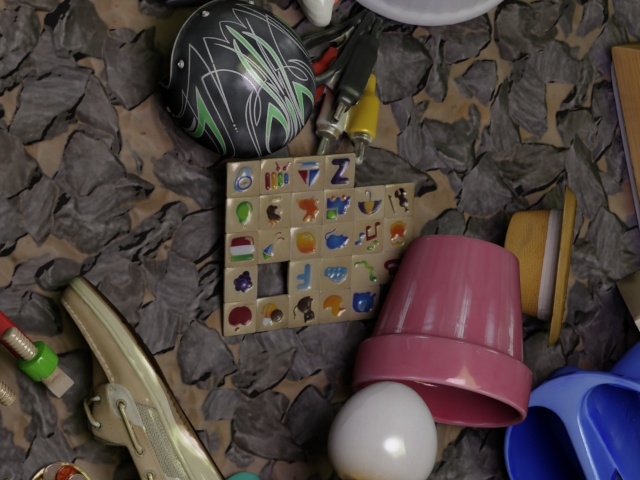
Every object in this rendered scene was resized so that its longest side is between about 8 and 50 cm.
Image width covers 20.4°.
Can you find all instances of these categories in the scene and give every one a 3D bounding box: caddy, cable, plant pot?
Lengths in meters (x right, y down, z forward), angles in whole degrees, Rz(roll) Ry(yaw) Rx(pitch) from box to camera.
[{"bbox_3d":[0.361,0.283,2.043,0.341,0.241,0.179,60,34,-11],"label":"caddy"},{"bbox_3d":[0.041,-0.229,2.051,0.139,0.072,0.287,28,62,-5],"label":"cable"},{"bbox_3d":[0.146,0.098,1.995,0.201,0.201,0.180,19,72,-25],"label":"plant pot"}]

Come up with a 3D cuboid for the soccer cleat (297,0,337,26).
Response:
[{"bbox_3d":[-0.039,-0.330,1.999,0.076,0.068,0.196,-16,87,-21],"label":"soccer cleat"}]

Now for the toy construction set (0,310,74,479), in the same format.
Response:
[{"bbox_3d":[-0.325,0.251,1.762,0.237,0.257,0.309,49,57,-34],"label":"toy construction set"}]

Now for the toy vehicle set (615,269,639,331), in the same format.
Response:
[{"bbox_3d":[0.445,0.176,2.158,0.035,0.166,0.267,-28,101,9],"label":"toy vehicle set"}]

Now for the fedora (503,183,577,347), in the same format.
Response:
[{"bbox_3d":[0.255,0.027,2.094,0.079,0.194,0.194,7,83,8],"label":"fedora"}]

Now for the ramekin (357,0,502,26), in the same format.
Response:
[{"bbox_3d":[0.129,-0.392,1.997,0.277,0.135,0.277,1,80,-7],"label":"ramekin"}]

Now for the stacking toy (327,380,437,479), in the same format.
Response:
[{"bbox_3d":[0.011,0.375,1.842,0.350,0.350,0.480,21,73,-24],"label":"stacking toy"}]

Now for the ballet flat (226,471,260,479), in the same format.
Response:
[{"bbox_3d":[-0.125,0.355,1.902,0.083,0.087,0.247,47,69,-18],"label":"ballet flat"}]

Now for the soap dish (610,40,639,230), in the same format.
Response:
[{"bbox_3d":[0.496,-0.121,2.222,0.228,0.118,0.291,-12,91,-27],"label":"soap dish"}]

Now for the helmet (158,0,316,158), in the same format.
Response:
[{"bbox_3d":[-0.085,-0.172,1.903,0.169,0.161,0.169,4,78,-17],"label":"helmet"}]

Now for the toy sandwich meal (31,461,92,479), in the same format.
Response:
[{"bbox_3d":[-0.270,0.275,1.866,0.085,0.029,0.086,2,87,-27],"label":"toy sandwich meal"}]

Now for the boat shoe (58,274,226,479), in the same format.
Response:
[{"bbox_3d":[-0.200,0.180,1.866,0.098,0.109,0.302,-31,97,-3],"label":"boat shoe"}]

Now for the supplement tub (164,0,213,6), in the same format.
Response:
[{"bbox_3d":[-0.141,-0.356,1.922,0.106,0.106,0.198,-5,89,-27],"label":"supplement tub"}]

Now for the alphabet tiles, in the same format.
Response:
[{"bbox_3d":[0.000,0.000,1.996,0.237,0.009,0.198,-6,107,-27],"label":"alphabet tiles"}]
